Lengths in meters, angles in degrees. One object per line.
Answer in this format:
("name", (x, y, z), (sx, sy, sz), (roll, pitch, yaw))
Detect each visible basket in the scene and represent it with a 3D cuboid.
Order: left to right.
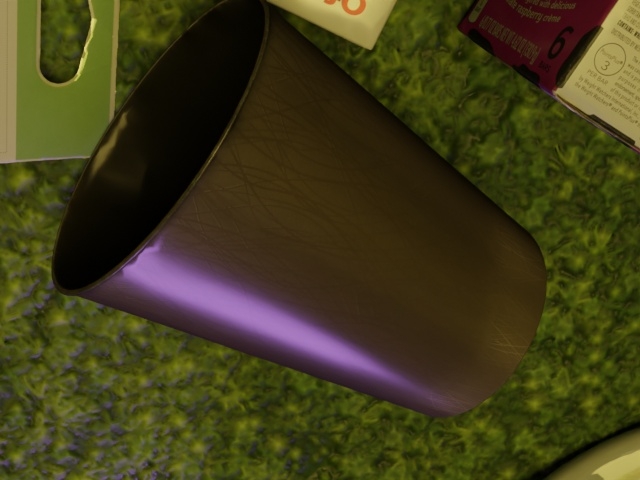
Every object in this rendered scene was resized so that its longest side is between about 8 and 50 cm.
("basket", (0.000, 0.000, 0.580), (0.227, 0.154, 0.204), (29, 137, -27))

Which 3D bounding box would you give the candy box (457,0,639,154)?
("candy box", (0.180, -0.175, 0.533), (0.071, 0.159, 0.233), (28, 104, -20))

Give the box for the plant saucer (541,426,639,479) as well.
("plant saucer", (0.268, 0.277, 0.617), (0.400, 0.400, 0.100), (-24, 124, 1))

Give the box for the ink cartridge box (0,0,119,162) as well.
("ink cartridge box", (-0.225, -0.121, 0.546), (0.235, 0.056, 0.171), (-8, 117, -33))

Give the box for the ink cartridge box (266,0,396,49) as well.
("ink cartridge box", (0.004, -0.215, 0.529), (0.139, 0.082, 0.191), (22, 106, -18))
